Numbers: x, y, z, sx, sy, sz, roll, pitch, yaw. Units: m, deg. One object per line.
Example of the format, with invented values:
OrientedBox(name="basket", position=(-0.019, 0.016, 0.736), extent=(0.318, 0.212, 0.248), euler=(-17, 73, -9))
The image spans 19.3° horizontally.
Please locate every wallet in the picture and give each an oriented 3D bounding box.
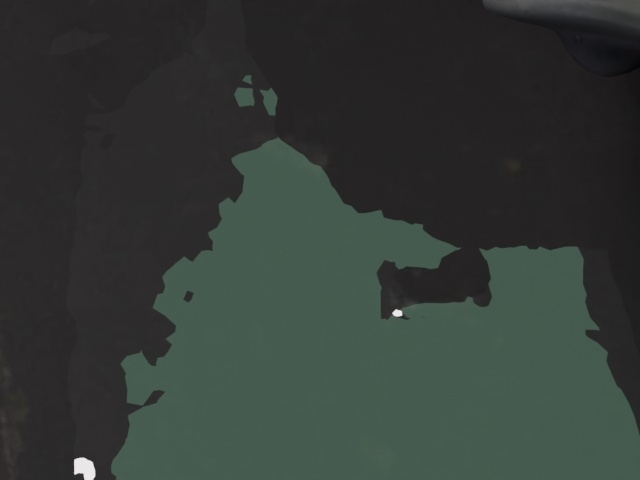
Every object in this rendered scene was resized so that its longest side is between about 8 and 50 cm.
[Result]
OrientedBox(name="wallet", position=(0.000, 0.000, 0.555), extent=(0.228, 0.062, 0.406), euler=(-10, 75, 4))

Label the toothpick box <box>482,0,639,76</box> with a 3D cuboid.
OrientedBox(name="toothpick box", position=(0.136, -0.129, 0.466), extent=(0.316, 0.229, 0.229), euler=(14, 78, -19))
